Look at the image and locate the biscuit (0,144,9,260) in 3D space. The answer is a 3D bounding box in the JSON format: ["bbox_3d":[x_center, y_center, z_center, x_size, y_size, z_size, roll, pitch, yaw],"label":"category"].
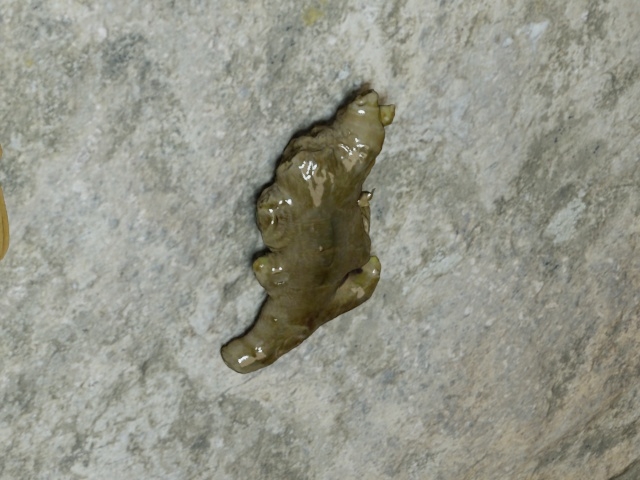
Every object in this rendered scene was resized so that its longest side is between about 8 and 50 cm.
[{"bbox_3d":[-0.349,-0.050,1.774,0.162,0.035,0.250,-40,140,-1],"label":"biscuit"}]

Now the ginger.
[{"bbox_3d":[0.000,-0.002,2.055,0.166,0.080,0.333,-3,121,-23],"label":"ginger"}]
